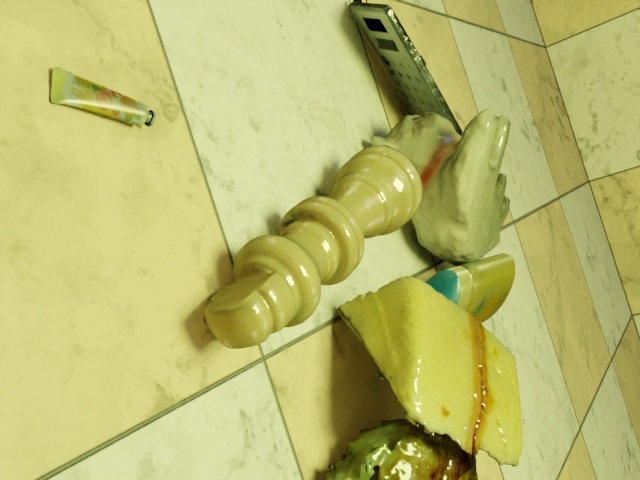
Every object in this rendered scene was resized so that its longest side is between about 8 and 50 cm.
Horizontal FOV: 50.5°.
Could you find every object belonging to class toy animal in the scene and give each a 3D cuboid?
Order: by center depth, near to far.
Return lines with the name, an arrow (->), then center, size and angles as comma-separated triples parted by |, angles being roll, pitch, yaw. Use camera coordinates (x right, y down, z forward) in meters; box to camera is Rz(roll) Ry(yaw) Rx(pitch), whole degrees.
toy animal -> 0.205, -0.084, 1.106 | 0.308, 0.188, 0.267 | -22, 118, -63

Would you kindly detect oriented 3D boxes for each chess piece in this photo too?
chess piece -> 0.000, 0.000, 0.775 | 0.397, 0.117, 0.117 | -41, 109, -54

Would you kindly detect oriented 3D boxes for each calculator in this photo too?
calculator -> 0.140, -0.281, 1.115 | 0.262, 0.021, 0.161 | 52, -2, -27

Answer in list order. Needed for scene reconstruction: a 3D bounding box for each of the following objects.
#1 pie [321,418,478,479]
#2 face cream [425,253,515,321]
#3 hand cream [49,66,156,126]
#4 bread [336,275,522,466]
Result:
pie -> 0.126, 0.354, 0.795 | 0.354, 0.102, 0.289 | 22, 59, -50
face cream -> 0.217, 0.093, 1.050 | 0.285, 0.067, 0.139 | -8, 126, -57
hand cream -> -0.197, -0.126, 0.619 | 0.102, 0.022, 0.035 | 15, 70, -48
bread -> 0.133, 0.181, 0.826 | 0.240, 0.135, 0.178 | 36, 44, -32
